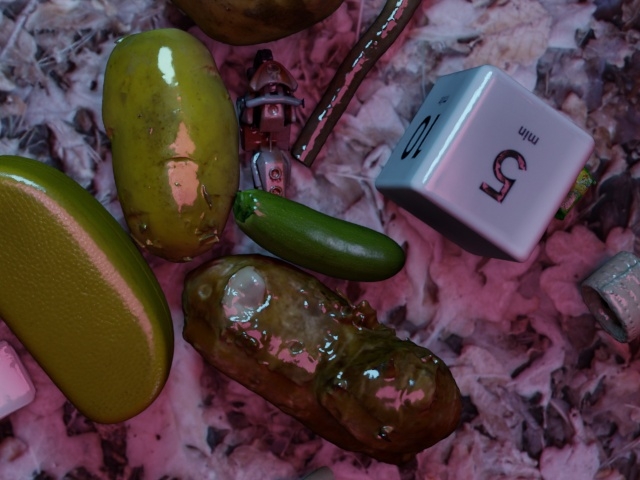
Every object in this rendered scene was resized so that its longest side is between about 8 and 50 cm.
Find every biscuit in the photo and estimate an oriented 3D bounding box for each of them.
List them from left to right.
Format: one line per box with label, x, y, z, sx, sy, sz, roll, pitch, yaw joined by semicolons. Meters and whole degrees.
biscuit;0.371;-0.073;1.611;0.046;0.016;0.089;44;83;-12

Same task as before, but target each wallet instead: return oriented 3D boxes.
wallet;-0.469;0.210;1.409;0.190;0.033;0.095;-29;98;-12

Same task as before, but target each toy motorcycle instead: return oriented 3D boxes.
toy motorcycle;-0.069;-0.150;1.443;0.084;0.118;0.213;-3;94;-14

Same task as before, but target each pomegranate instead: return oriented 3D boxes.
pomegranate;-0.077;-0.381;1.351;0.281;0.281;0.281;-1;93;-14

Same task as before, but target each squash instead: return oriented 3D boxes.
squash;0.000;0.002;1.455;0.292;0.082;0.082;19;88;-38

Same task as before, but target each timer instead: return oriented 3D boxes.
timer;0.219;-0.102;1.480;0.194;0.192;0.195;34;85;-14

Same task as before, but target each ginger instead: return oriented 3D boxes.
ginger;0.009;0.150;1.426;0.418;0.254;0.176;38;62;-7

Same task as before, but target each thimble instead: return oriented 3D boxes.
thimble;0.449;0.083;1.596;0.090;0.102;0.115;-35;126;-10

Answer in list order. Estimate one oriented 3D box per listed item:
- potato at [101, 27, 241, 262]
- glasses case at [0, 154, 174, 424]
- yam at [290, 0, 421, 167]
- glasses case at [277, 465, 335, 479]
potato;-0.189;-0.121;1.405;0.172;0.140;0.300;-8;90;-6
glasses case;-0.317;0.048;1.382;0.173;0.141;0.371;-35;101;6
yam;0.058;-0.246;1.510;0.045;0.045;0.327;32;87;20
glasses case;-0.058;0.394;1.514;0.193;0.070;0.102;-30;128;-13
